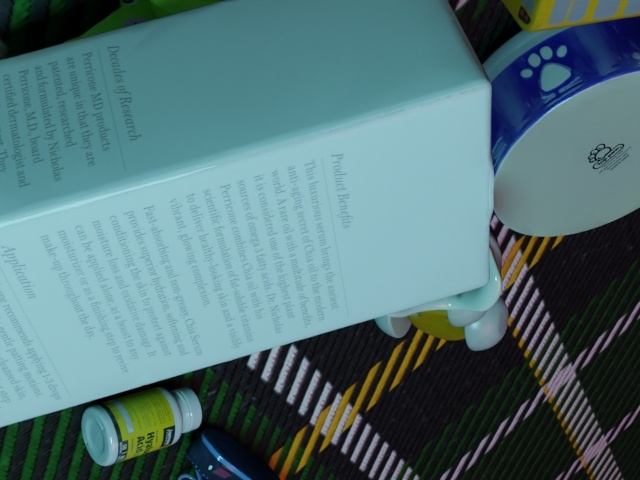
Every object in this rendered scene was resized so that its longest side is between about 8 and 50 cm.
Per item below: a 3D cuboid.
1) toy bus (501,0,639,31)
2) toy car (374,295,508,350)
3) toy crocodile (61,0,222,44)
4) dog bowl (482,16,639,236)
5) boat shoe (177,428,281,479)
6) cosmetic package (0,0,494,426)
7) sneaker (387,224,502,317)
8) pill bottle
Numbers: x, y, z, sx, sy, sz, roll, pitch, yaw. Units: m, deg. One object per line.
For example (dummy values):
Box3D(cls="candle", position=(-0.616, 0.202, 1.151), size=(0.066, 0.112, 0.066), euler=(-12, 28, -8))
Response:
Box3D(cls="toy bus", position=(0.270, -0.279, 1.118), size=(0.332, 0.108, 0.130), euler=(-12, 141, -19))
Box3D(cls="toy car", position=(0.132, 0.039, 1.382), size=(0.182, 0.159, 0.136), euler=(49, 55, -56))
Box3D(cls="toy crocodile", position=(-0.050, -0.199, 0.958), size=(0.340, 0.105, 0.115), euler=(-30, 145, -11))
Box3D(cls="dog bowl", position=(0.283, -0.125, 1.300), size=(0.264, 0.104, 0.265), euler=(-15, 145, -11))
Box3D(cls="boat shoe", position=(-0.103, 0.307, 1.454), size=(0.089, 0.109, 0.258), euler=(-37, 144, -1))
Box3D(cls="cosmetic package", position=(-0.111, -0.028, 0.898), size=(0.453, 0.162, 0.230), euler=(-15, 142, -4))
Box3D(cls="sneaker", position=(0.031, -0.016, 1.115), size=(0.321, 0.127, 0.126), euler=(13, 119, -21))
Box3D(cls="pill bottle", position=(-0.186, 0.191, 1.273), size=(0.116, 0.065, 0.065), euler=(-14, 137, -37))
